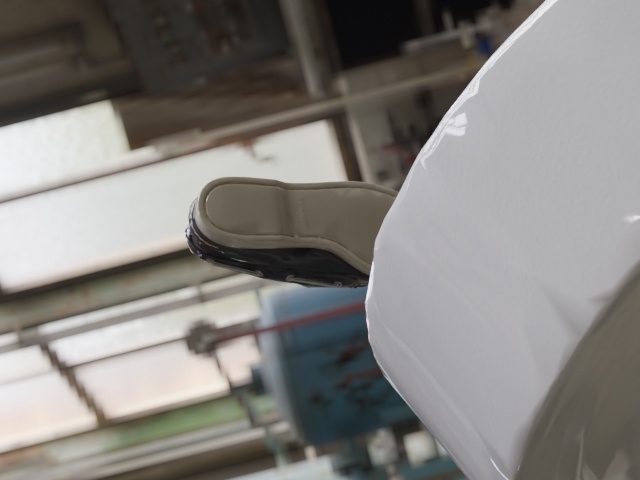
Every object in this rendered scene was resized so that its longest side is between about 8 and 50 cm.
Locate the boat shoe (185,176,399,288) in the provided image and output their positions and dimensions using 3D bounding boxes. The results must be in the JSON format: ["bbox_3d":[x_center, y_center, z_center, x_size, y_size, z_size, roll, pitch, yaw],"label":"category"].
[{"bbox_3d":[0.000,0.000,1.465,0.065,0.206,0.075,127,147,-55],"label":"boat shoe"}]

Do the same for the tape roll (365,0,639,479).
[{"bbox_3d":[0.160,-0.004,0.766,0.100,0.286,0.286,50,168,32],"label":"tape roll"}]
